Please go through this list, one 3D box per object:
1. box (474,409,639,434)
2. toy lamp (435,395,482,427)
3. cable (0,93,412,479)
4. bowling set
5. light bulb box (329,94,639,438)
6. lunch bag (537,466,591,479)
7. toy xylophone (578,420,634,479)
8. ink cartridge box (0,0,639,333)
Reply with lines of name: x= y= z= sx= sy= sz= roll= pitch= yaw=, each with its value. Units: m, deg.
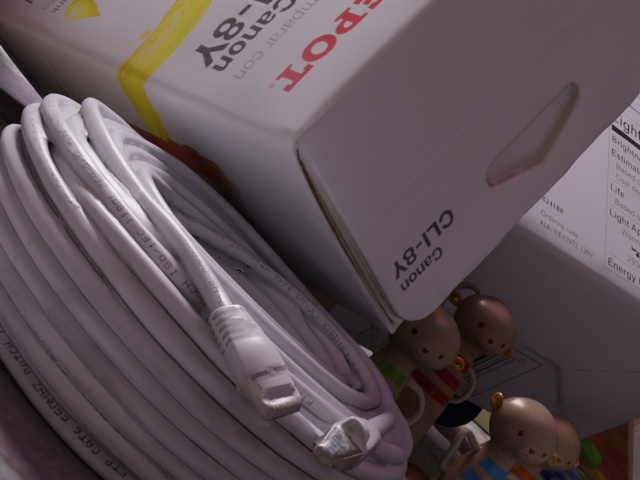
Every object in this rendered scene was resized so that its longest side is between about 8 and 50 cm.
box: x=0.325 y=0.200 z=1.571 sx=0.243 sy=0.213 sz=0.117 roll=42 pitch=7 yaw=-28
toy lamp: x=0.121 y=0.128 z=1.326 sx=0.080 sy=0.080 sz=0.274 roll=43 pitch=9 yaw=-21
cable: x=-0.061 y=0.041 z=0.542 sx=0.257 sy=0.089 sz=0.257 roll=47 pitch=5 yaw=25
bowling set: x=0.082 y=0.113 z=0.712 sx=0.287 sy=0.154 sz=0.200 roll=43 pitch=6 yaw=-17
light bulb box: x=0.174 y=-0.068 z=0.983 sx=0.358 sy=0.225 sz=0.361 roll=30 pitch=50 yaw=-25
lunch bag: x=0.235 y=0.269 z=1.077 sx=0.176 sy=0.090 sz=0.219 roll=46 pitch=4 yaw=35
toy xylophone: x=0.270 y=0.206 z=1.277 sx=0.236 sy=0.081 sz=0.322 roll=44 pitch=-19 yaw=47
ink cartridge box: x=-0.009 y=-0.150 z=0.735 sx=0.385 sy=0.279 sz=0.160 roll=28 pitch=-22 yaw=45
